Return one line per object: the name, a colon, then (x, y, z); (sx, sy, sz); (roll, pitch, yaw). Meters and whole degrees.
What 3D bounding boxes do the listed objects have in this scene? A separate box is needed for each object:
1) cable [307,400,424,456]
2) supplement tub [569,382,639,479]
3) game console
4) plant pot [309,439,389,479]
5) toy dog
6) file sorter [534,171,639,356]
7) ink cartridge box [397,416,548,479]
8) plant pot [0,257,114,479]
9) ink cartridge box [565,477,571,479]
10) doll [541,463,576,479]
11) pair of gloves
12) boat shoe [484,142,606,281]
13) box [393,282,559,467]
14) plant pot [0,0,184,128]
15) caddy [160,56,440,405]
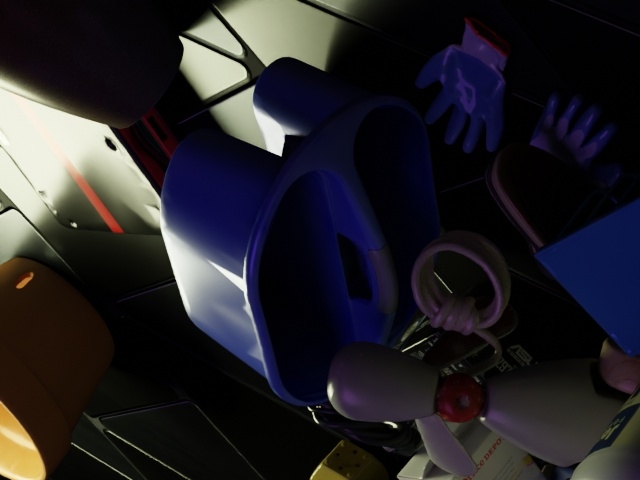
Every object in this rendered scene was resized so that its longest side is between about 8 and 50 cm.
cable: (0.018, 0.152, 1.799); (0.184, 0.150, 0.047); (44, 112, 26)
supplement tub: (0.336, 0.194, 1.398); (0.235, 0.325, 0.235); (31, 150, 20)
game console: (-0.304, -0.162, 2.008); (0.342, 0.060, 0.386); (6, 135, 56)
plant pot: (0.033, 0.293, 2.184); (0.081, 0.081, 0.083); (27, 143, 26)
toy dog: (0.185, 0.137, 1.649); (0.333, 0.220, 0.161); (31, -172, -3)
file sorter: (0.280, -0.004, 1.409); (0.118, 0.104, 0.170); (45, 146, -8)
ink cartridge box: (0.155, 0.243, 1.773); (0.090, 0.092, 0.143); (-5, 126, 56)
plant pot: (-0.417, 0.162, 2.432); (0.291, 0.203, 0.291); (32, 151, 20)
ink cartridge box: (0.305, 0.291, 1.672); (0.148, 0.086, 0.203); (7, -174, 3)
doll: (0.315, 0.274, 1.835); (0.189, 0.046, 0.129); (18, 145, 38)
pair of gloves: (0.168, -0.100, 1.520); (0.198, 0.023, 0.159); (38, 152, 9)
boat shoe: (0.212, 0.003, 1.521); (0.223, 0.080, 0.073); (38, 152, -23)
box: (0.169, 0.146, 1.803); (0.180, 0.077, 0.147); (44, 152, -4)
plant pot: (-0.253, -0.216, 1.726); (0.230, 0.215, 0.215); (37, 156, -25)
caddy: (0.000, 0.000, 1.644); (0.179, 0.241, 0.341); (29, 151, 31)
